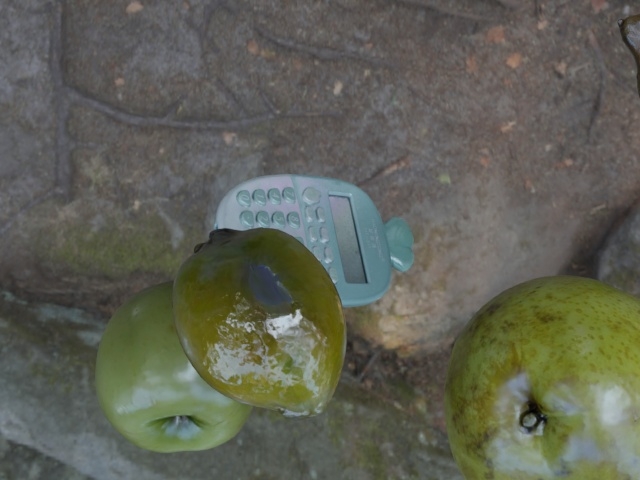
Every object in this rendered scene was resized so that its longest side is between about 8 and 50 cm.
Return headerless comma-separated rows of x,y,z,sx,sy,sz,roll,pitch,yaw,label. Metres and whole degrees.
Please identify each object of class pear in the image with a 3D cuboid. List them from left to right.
0.287,0.180,0.905,0.303,0.304,0.304,-1,138,-1,pear

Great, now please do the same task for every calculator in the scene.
0.000,0.000,1.028,0.295,0.184,0.042,5,152,-31,calculator

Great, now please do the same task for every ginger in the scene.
0.594,-0.248,1.358,0.107,0.133,0.309,-10,144,26,ginger

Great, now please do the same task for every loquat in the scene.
-0.052,0.075,0.728,0.152,0.195,0.152,-31,169,-7,loquat

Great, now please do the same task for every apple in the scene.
-0.220,0.194,1.251,0.279,0.279,0.279,-1,138,-1,apple
